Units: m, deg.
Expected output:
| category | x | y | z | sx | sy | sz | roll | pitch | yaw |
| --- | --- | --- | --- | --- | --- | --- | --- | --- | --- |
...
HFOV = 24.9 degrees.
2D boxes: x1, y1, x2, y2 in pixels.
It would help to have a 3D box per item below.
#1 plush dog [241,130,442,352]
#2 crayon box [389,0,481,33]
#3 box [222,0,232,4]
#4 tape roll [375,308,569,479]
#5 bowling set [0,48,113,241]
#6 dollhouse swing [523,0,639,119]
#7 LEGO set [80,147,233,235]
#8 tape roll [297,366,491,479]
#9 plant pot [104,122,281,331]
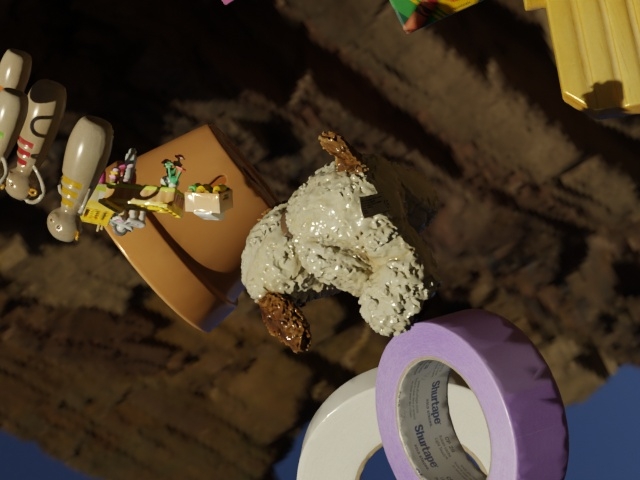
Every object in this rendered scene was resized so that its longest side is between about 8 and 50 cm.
| category | x | y | z | sx | sy | sz | roll | pitch | yaw |
| --- | --- | --- | --- | --- | --- | --- | --- | --- | --- |
| plush dog | 0.000 | 0.000 | 1.689 | 0.210 | 0.225 | 0.262 | 43 | -152 | -27 |
| crayon box | 0.155 | -0.500 | 2.225 | 0.318 | 0.202 | 0.081 | 59 | -163 | -28 |
| box | -0.129 | -0.508 | 2.180 | 0.213 | 0.117 | 0.243 | 54 | -153 | -18 |
| tape roll | 0.184 | 0.228 | 1.812 | 0.090 | 0.275 | 0.275 | -12 | -108 | -33 |
| bowling set | -0.395 | -0.124 | 1.705 | 0.200 | 0.154 | 0.287 | 7 | -158 | -38 |
| dollhouse swing | 0.438 | -0.384 | 1.888 | 0.315 | 0.347 | 0.305 | 75 | -171 | -49 |
| LEGO set | -0.221 | -0.079 | 1.787 | 0.132 | 0.287 | 0.107 | 18 | -105 | -33 |
| tape roll | 0.159 | 0.368 | 2.213 | 0.392 | 0.392 | 0.072 | 49 | -161 | -15 |
| plant pot | -0.181 | -0.038 | 2.165 | 0.291 | 0.203 | 0.291 | 50 | -175 | -6 |
